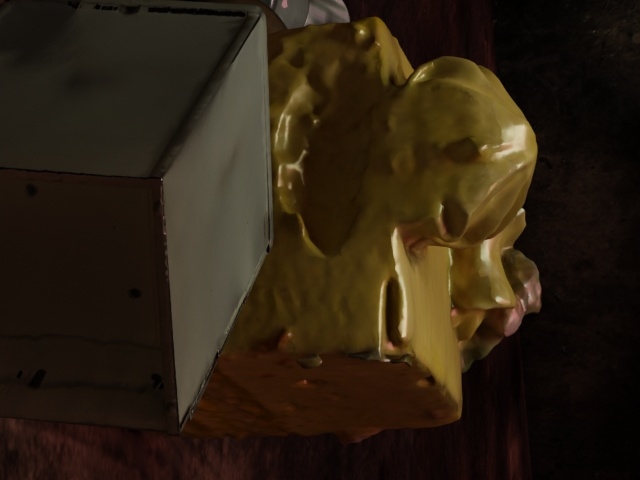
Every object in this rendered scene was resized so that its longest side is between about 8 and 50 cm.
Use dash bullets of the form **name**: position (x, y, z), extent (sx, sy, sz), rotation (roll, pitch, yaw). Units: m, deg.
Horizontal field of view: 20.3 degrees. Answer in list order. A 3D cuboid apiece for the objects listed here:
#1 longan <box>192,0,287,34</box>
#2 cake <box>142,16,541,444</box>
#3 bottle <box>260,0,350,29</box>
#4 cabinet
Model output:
- **longan**: position (-0.068, -0.122, 1.272), extent (0.119, 0.106, 0.106), rotation (-41, 128, -67)
- **cake**: position (0.000, 0.000, 1.118), extent (0.227, 0.286, 0.222), rotation (51, 39, -69)
- **bottle**: position (-0.039, -0.180, 1.463), extent (0.096, 0.079, 0.253), rotation (-56, 171, 7)
- **cabinet**: position (-0.116, -0.015, 0.896), extent (0.206, 0.145, 0.150), rotation (-68, 160, -60)
